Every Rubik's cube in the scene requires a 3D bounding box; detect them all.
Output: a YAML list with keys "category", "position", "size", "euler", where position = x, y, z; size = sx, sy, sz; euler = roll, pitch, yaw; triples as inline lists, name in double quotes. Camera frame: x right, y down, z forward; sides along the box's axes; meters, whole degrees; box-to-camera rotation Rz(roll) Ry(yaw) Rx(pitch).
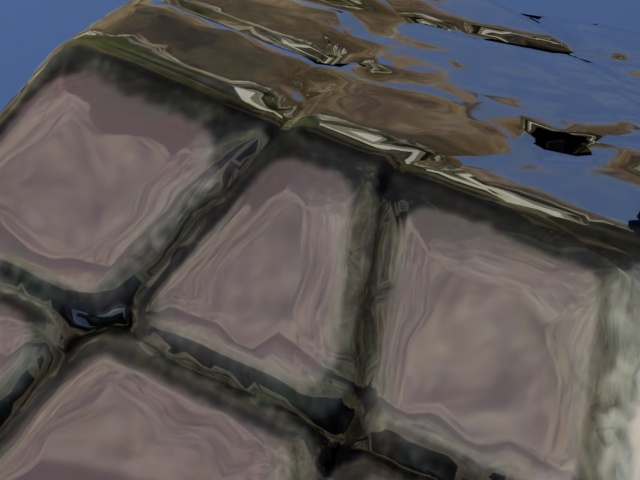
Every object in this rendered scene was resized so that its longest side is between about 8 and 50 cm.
- category: "Rubik's cube"
  position: [0.013, 0.085, 0.444]
  size: [0.319, 0.264, 0.319]
  euler: [11, -160, -4]
